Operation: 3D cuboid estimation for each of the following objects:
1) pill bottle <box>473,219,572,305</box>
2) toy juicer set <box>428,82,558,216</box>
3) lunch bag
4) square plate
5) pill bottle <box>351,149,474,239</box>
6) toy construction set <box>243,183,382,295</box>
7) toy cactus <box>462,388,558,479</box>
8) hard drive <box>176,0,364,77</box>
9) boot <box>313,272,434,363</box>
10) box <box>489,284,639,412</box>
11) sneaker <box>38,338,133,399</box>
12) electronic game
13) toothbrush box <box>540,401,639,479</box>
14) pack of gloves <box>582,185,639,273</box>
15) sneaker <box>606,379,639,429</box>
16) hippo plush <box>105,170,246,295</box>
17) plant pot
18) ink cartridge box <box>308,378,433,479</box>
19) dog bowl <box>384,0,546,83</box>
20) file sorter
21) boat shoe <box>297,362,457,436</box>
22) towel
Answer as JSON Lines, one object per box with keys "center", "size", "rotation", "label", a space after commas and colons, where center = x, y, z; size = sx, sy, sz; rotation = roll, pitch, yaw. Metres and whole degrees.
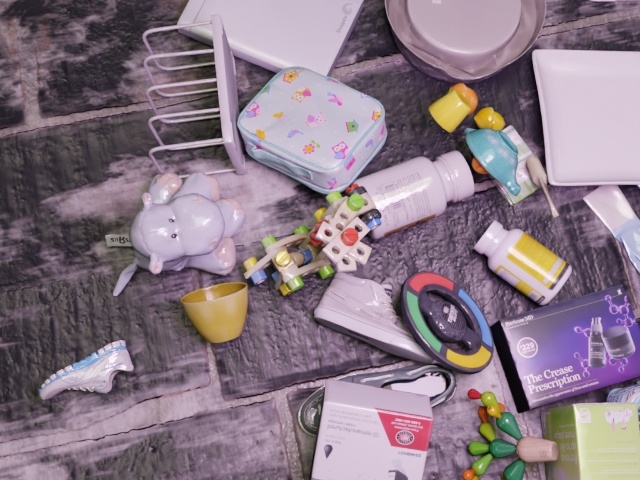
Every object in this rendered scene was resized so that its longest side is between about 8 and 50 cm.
{"center": [0.407, 0.041, 1.652], "size": [0.184, 0.103, 0.103], "rotation": [37, 77, 8], "label": "pill bottle"}
{"center": [0.354, -0.185, 1.673], "size": [0.329, 0.209, 0.089], "rotation": [45, 116, -7], "label": "toy juicer set"}
{"center": [-0.023, -0.226, 1.676], "size": [0.279, 0.108, 0.224], "rotation": [28, 70, 25], "label": "lunch bag"}
{"center": [0.637, -0.257, 1.742], "size": [0.347, 0.049, 0.344], "rotation": [1, 64, -2], "label": "square plate"}
{"center": [0.190, -0.099, 1.670], "size": [0.229, 0.131, 0.131], "rotation": [-21, 76, -6], "label": "pill bottle"}
{"center": [0.000, 0.000, 1.566], "size": [0.215, 0.328, 0.151], "rotation": [-23, 90, -31], "label": "toy construction set"}
{"center": [0.353, 0.390, 1.533], "size": [0.181, 0.112, 0.218], "rotation": [-9, 80, 40], "label": "toy cactus"}
{"center": [-0.110, -0.501, 1.815], "size": [0.353, 0.047, 0.233], "rotation": [23, 76, 4], "label": "hard drive"}
{"center": [0.122, 0.144, 1.609], "size": [0.258, 0.095, 0.123], "rotation": [21, 73, 17], "label": "boot"}
{"center": [0.494, 0.214, 1.612], "size": [0.261, 0.103, 0.184], "rotation": [-16, 73, -5], "label": "box"}
{"center": [-0.454, 0.272, 1.590], "size": [0.191, 0.071, 0.083], "rotation": [-29, 83, -8], "label": "sneaker"}
{"center": [0.248, 0.157, 1.587], "size": [0.229, 0.048, 0.229], "rotation": [25, 41, -24], "label": "electronic game"}
{"center": [0.501, 0.447, 1.493], "size": [0.122, 0.206, 0.283], "rotation": [-2, 76, -2], "label": "toothbrush box"}
{"center": [0.704, -0.051, 1.715], "size": [0.195, 0.046, 0.232], "rotation": [-31, 78, -10], "label": "pack of gloves"}
{"center": [0.685, 0.301, 1.588], "size": [0.283, 0.122, 0.110], "rotation": [0, 98, -25], "label": "sneaker"}
{"center": [-0.294, -0.042, 1.581], "size": [0.294, 0.236, 0.234], "rotation": [-10, 80, -4], "label": "hippo plush"}
{"center": [-0.201, 0.147, 1.608], "size": [0.134, 0.134, 0.095], "rotation": [-12, 100, -5], "label": "plant pot"}
{"center": [0.083, 0.413, 1.484], "size": [0.197, 0.114, 0.272], "rotation": [9, 103, 1], "label": "ink cartridge box"}
{"center": [0.311, -0.506, 1.798], "size": [0.349, 0.102, 0.348], "rotation": [0, 74, -1], "label": "dog bowl"}
{"center": [-0.263, -0.287, 1.682], "size": [0.173, 0.193, 0.277], "rotation": [-7, 75, 0], "label": "file sorter"}
{"center": [0.111, 0.304, 1.577], "size": [0.320, 0.099, 0.116], "rotation": [-13, 76, -5], "label": "boat shoe"}
{"center": [0.412, -0.163, 1.749], "size": [0.113, 0.023, 0.152], "rotation": [-32, 78, -9], "label": "towel"}
